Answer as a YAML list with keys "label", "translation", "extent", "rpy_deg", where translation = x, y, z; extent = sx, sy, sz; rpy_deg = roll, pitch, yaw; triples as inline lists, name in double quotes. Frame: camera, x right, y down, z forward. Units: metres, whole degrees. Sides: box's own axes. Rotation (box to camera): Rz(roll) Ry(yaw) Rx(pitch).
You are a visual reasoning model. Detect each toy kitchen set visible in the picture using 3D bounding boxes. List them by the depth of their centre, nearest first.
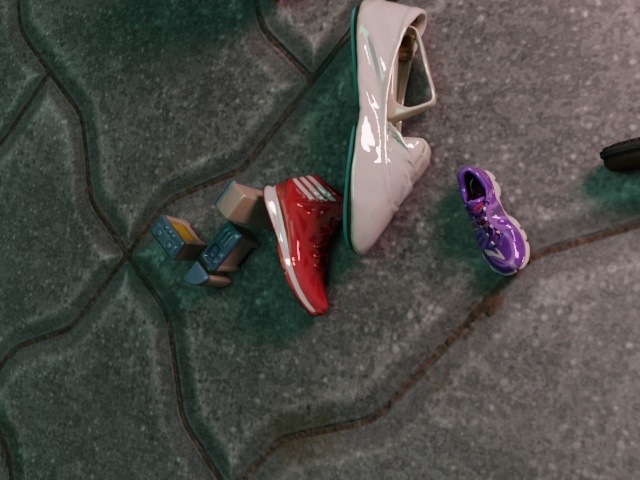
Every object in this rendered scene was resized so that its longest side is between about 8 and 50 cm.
- label: "toy kitchen set"
  translation: [-0.193, -0.039, 1.428]
  extent: [0.207, 0.122, 0.166]
  rpy_deg: [-50, 59, 16]

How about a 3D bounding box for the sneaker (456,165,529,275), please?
- label: "sneaker"
  translation: [0.230, -0.028, 1.174]
  extent: [0.068, 0.071, 0.169]
  rpy_deg: [-34, 65, 25]

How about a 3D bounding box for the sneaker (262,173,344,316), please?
- label: "sneaker"
  translation: [0.000, 0.000, 1.315]
  extent: [0.128, 0.087, 0.221]
  rpy_deg: [-20, 91, 10]

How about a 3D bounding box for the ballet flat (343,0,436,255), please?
- label: "ballet flat"
  translation: [0.107, -0.176, 1.261]
  extent: [0.139, 0.139, 0.400]
  rpy_deg: [-4, 79, 33]

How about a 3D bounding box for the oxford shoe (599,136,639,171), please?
- label: "oxford shoe"
  translation: [0.452, -0.085, 1.031]
  extent: [0.227, 0.083, 0.096]
  rpy_deg: [8, 99, 40]

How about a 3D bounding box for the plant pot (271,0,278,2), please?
- label: "plant pot"
  translation: [-0.082, -0.542, 1.414]
  extent: [0.188, 0.205, 0.205]
  rpy_deg: [-46, 59, 0]
